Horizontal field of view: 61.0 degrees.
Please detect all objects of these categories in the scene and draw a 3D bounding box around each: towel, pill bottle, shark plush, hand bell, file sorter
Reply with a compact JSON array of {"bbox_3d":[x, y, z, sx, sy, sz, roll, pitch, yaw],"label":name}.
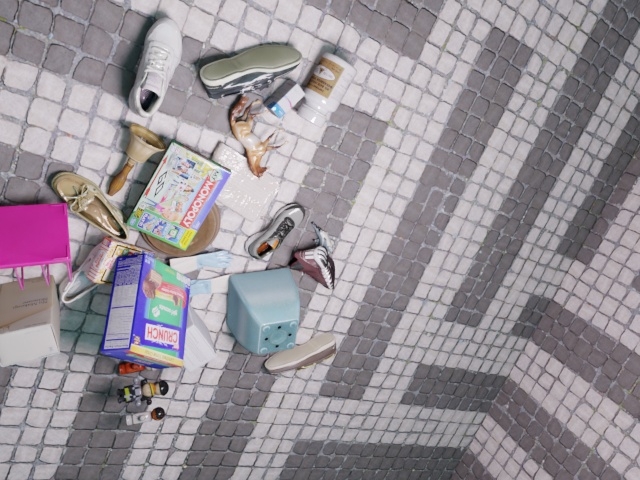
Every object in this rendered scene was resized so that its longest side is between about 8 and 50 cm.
[{"bbox_3d":[-0.286,-0.197,1.911,0.282,0.049,0.187,32,97,-33],"label":"towel"},{"bbox_3d":[0.015,-0.510,1.858,0.131,0.131,0.229,24,101,-33],"label":"pill bottle"},{"bbox_3d":[0.000,0.000,2.142,0.067,0.073,0.161,-16,132,18],"label":"shark plush"},{"bbox_3d":[-0.609,-0.237,1.720,0.126,0.126,0.242,29,111,-33],"label":"hand bell"},{"bbox_3d":[-0.899,0.031,1.613,0.291,0.202,0.182,-6,149,-22],"label":"file sorter"}]

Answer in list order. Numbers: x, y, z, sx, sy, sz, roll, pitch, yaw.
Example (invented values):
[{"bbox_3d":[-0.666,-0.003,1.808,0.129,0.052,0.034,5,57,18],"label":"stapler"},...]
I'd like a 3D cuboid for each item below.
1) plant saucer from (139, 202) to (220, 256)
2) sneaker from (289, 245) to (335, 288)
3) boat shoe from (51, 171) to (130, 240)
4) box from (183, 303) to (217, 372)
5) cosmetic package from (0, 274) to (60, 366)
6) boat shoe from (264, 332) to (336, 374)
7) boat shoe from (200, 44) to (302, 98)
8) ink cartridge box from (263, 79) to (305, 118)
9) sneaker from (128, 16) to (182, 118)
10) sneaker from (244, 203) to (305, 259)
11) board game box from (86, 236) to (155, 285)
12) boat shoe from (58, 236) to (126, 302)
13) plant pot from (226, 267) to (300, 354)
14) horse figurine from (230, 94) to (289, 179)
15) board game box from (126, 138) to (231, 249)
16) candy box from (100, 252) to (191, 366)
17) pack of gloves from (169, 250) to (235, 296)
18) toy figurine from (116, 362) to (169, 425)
[{"bbox_3d":[-0.481,-0.059,1.862,0.278,0.041,0.277,-7,119,-12],"label":"plant saucer"},{"bbox_3d":[-0.036,0.106,2.160,0.163,0.106,0.281,-1,147,13],"label":"sneaker"},{"bbox_3d":[-0.716,-0.107,1.719,0.104,0.089,0.285,-46,124,1],"label":"boat shoe"},{"bbox_3d":[-0.485,0.349,1.991,0.119,0.181,0.181,-31,123,-7],"label":"box"},{"bbox_3d":[-0.893,0.235,1.664,0.160,0.309,0.113,-12,118,-21],"label":"cosmetic package"},{"bbox_3d":[-0.077,0.500,2.307,0.325,0.117,0.096,-20,118,-23],"label":"boat shoe"},{"bbox_3d":[-0.218,-0.532,1.751,0.340,0.127,0.113,-26,152,-21],"label":"boat shoe"},{"bbox_3d":[-0.122,-0.477,1.832,0.122,0.088,0.052,-45,124,0],"label":"ink cartridge box"},{"bbox_3d":[-0.478,-0.502,1.611,0.114,0.152,0.305,14,105,-28],"label":"sneaker"},{"bbox_3d":[-0.156,-0.025,2.021,0.271,0.108,0.100,-43,122,-3],"label":"sneaker"},{"bbox_3d":[-0.657,0.080,1.799,0.193,0.045,0.146,29,86,-61],"label":"board game box"},{"bbox_3d":[-0.748,0.105,1.801,0.277,0.096,0.098,-46,121,-1],"label":"boat shoe"},{"bbox_3d":[-0.197,0.283,2.042,0.248,0.252,0.247,-6,124,-24],"label":"plant pot"},{"bbox_3d":[-0.224,-0.360,1.841,0.174,0.066,0.263,-40,115,-8],"label":"horse figurine"},{"bbox_3d":[-0.462,-0.143,1.774,0.214,0.046,0.317,27,106,-25],"label":"board game box"},{"bbox_3d":[-0.555,0.237,1.769,0.122,0.317,0.268,-8,155,20],"label":"candy box"},{"bbox_3d":[-0.433,0.118,2.005,0.232,0.046,0.195,-9,128,-19],"label":"pack of gloves"},{"bbox_3d":[-0.646,0.553,1.995,0.148,0.209,0.213,-10,119,-10],"label":"toy figurine"}]
